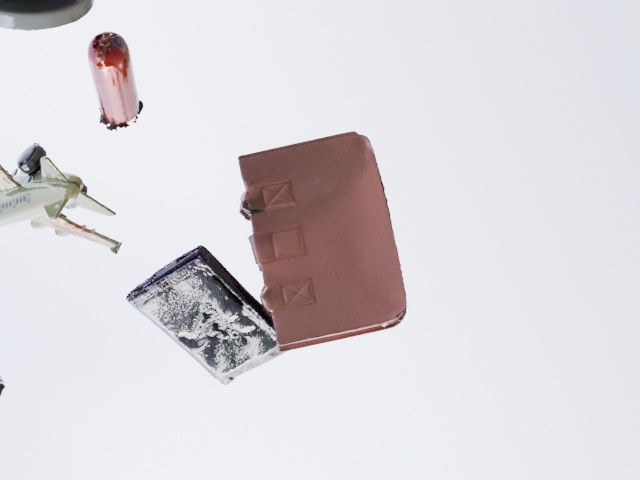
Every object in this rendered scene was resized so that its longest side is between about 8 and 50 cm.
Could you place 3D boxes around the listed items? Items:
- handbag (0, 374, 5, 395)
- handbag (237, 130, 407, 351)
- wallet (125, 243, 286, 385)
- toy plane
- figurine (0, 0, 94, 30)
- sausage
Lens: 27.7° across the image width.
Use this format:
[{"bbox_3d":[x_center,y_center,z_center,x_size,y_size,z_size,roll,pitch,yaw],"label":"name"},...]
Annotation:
[{"bbox_3d":[-0.454,0.223,1.270,0.326,0.238,0.089,-51,-57,-5],"label":"handbag"},{"bbox_3d":[0.000,0.000,1.382,0.059,0.157,0.212,83,174,-78],"label":"handbag"},{"bbox_3d":[-0.117,0.084,1.399,0.166,0.111,0.030,47,-151,-28],"label":"wallet"},{"bbox_3d":[-0.348,-0.055,1.552,0.229,0.244,0.092,42,-115,-31],"label":"toy plane"},{"bbox_3d":[-0.274,-0.314,1.132,0.176,0.236,0.133,-11,-139,-22],"label":"figurine"},{"bbox_3d":[-0.201,-0.159,1.247,0.050,0.145,0.048,-31,-107,-14],"label":"sausage"}]
